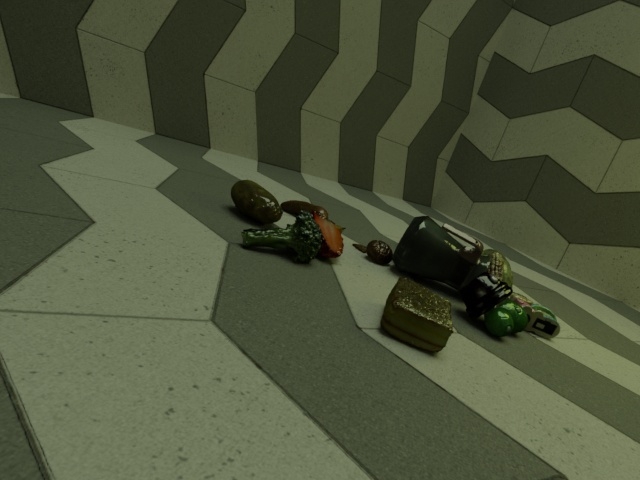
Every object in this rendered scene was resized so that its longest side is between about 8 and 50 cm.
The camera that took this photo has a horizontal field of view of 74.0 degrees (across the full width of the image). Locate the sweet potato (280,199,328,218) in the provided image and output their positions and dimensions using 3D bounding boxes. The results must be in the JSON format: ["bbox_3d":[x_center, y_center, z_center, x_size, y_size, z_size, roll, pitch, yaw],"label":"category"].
[{"bbox_3d":[-0.073,-0.141,2.068,0.291,0.098,0.097,20,13,36],"label":"sweet potato"}]

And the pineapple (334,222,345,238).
[{"bbox_3d":[-0.016,-0.054,1.839,0.232,0.080,0.135,7,17,-40],"label":"pineapple"}]

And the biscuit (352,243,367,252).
[{"bbox_3d":[0.184,0.034,1.896,0.082,0.016,0.092,17,14,-9],"label":"biscuit"}]

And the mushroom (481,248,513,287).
[{"bbox_3d":[0.728,0.125,1.896,0.189,0.164,0.267,4,33,-8],"label":"mushroom"}]

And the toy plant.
[{"bbox_3d":[0.605,0.231,1.472,0.217,0.175,0.235,-12,62,-51],"label":"toy plant"}]

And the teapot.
[{"bbox_3d":[0.493,0.055,1.713,0.343,0.300,0.253,28,55,13],"label":"teapot"}]

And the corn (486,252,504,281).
[{"bbox_3d":[0.708,0.163,1.734,0.079,0.237,0.080,9,-25,4],"label":"corn"}]

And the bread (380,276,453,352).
[{"bbox_3d":[0.273,0.211,1.215,0.184,0.111,0.234,25,18,10],"label":"bread"}]

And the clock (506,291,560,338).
[{"bbox_3d":[0.809,0.282,1.647,0.193,0.100,0.195,24,18,3],"label":"clock"}]

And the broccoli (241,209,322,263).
[{"bbox_3d":[-0.131,-0.025,1.492,0.274,0.177,0.199,5,22,-2],"label":"broccoli"}]

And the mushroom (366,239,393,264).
[{"bbox_3d":[0.251,0.047,1.796,0.126,0.085,0.109,-5,28,-44],"label":"mushroom"}]

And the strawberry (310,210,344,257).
[{"bbox_3d":[0.000,0.000,1.638,0.190,0.111,0.237,38,23,-31],"label":"strawberry"}]

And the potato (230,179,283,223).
[{"bbox_3d":[-0.266,-0.157,1.778,0.191,0.141,0.296,28,4,-44],"label":"potato"}]
